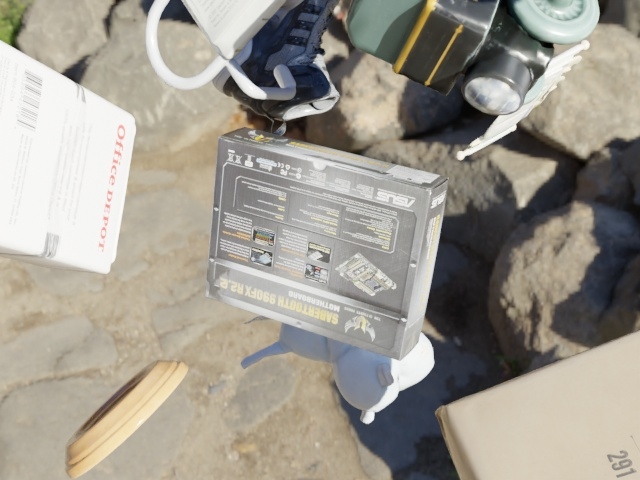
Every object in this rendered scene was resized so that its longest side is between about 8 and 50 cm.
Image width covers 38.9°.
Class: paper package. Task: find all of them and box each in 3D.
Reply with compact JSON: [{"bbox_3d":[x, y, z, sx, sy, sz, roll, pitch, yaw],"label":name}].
[{"bbox_3d":[0.304,0.247,0.785,0.310,0.168,0.325,-23,37,3],"label":"paper package"}]

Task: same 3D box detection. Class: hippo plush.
[{"bbox_3d":[0.060,0.152,1.491,0.294,0.234,0.236,-22,51,-30],"label":"hippo plush"}]

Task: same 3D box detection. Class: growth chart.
[{"bbox_3d":[0.332,-0.226,1.476,0.172,0.237,0.021,-28,73,-36],"label":"growth chart"}]

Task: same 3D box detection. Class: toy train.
[{"bbox_3d":[0.152,-0.266,0.793,0.190,0.142,0.333,24,65,-4],"label":"toy train"}]

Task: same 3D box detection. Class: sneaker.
[{"bbox_3d":[-0.011,-0.266,1.244,0.268,0.101,0.153,-45,83,1],"label":"sneaker"}]

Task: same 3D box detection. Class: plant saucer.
[{"bbox_3d":[-0.255,0.219,1.159,0.200,0.037,0.200,-42,6,6],"label":"plant saucer"}]

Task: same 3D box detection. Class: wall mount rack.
[{"bbox_3d":[-0.063,-0.328,0.942,0.130,0.350,0.304,-13,67,-56],"label":"wall mount rack"}]

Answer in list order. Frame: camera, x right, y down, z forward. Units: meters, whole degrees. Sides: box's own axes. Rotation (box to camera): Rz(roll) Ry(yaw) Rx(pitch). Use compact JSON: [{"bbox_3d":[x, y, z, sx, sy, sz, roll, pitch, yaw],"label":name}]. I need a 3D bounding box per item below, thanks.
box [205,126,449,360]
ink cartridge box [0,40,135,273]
[{"bbox_3d":[0.000,0.000,0.914,0.231,0.183,0.056,16,23,21],"label":"box"},{"bbox_3d":[-0.333,-0.084,0.975,0.115,0.273,0.198,3,80,23],"label":"ink cartridge box"}]
